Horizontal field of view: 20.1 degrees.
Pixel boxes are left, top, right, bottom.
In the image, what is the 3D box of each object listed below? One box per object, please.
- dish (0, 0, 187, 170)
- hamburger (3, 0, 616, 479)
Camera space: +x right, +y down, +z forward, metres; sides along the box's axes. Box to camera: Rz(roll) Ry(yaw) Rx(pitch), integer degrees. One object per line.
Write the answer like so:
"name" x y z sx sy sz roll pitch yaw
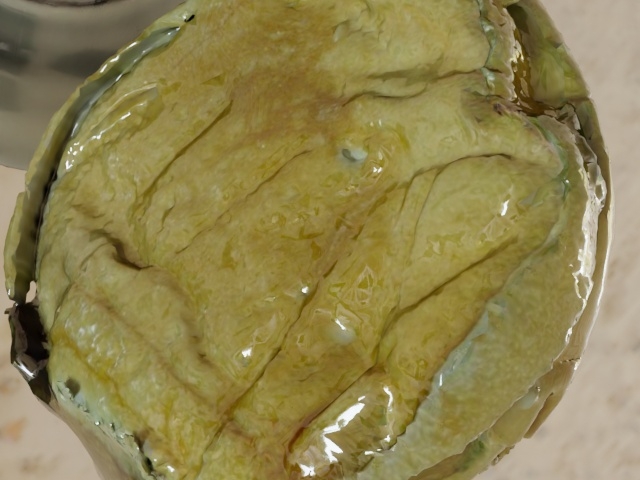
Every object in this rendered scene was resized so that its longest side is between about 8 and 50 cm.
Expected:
"dish" -0.153 -0.201 1.118 0.316 0.316 0.106 -35 167 -16
"hamburger" -0.001 0.002 0.742 0.265 0.285 0.134 -33 141 16
